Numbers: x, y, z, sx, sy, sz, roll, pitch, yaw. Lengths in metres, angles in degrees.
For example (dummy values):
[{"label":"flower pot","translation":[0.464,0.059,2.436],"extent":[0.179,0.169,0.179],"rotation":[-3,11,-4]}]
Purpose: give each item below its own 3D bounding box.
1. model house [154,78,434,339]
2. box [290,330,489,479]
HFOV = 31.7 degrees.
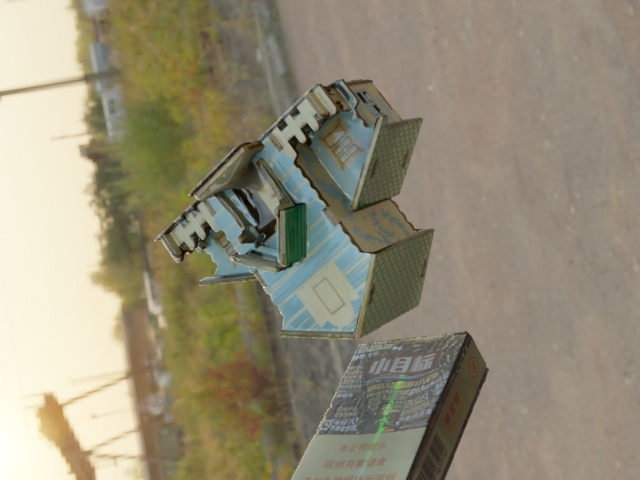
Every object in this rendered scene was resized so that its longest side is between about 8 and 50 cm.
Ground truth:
[{"label":"model house","translation":[0.000,0.000,1.074],"extent":[0.206,0.271,0.178],"rotation":[54,-153,7]},{"label":"box","translation":[0.100,0.270,1.606],"extent":[0.084,0.198,0.310],"rotation":[58,-140,-26]}]
